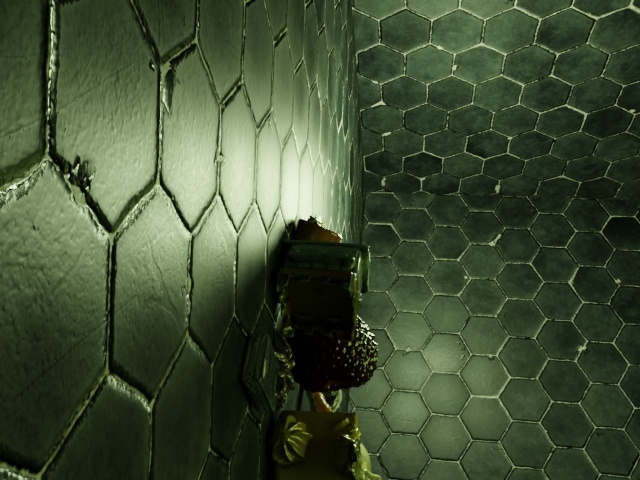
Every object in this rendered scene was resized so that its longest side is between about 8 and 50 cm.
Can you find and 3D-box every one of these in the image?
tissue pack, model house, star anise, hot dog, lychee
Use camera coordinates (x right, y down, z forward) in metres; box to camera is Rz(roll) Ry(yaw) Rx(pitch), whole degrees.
[{"bbox_3d":[-0.123,0.278,1.349,0.156,0.051,0.112,81,13,-52],"label":"tissue pack"},{"bbox_3d":[0.007,0.111,1.604,0.215,0.224,0.198,-77,166,-49],"label":"model house"},{"bbox_3d":[-0.095,0.312,1.516,0.195,0.065,0.182,-70,160,-52],"label":"star anise"},{"bbox_3d":[-0.003,0.507,2.026,0.108,0.059,0.191,57,8,-67],"label":"hot dog"},{"bbox_3d":[0.023,0.280,1.748,0.271,0.271,0.271,2,90,-82],"label":"lychee"}]

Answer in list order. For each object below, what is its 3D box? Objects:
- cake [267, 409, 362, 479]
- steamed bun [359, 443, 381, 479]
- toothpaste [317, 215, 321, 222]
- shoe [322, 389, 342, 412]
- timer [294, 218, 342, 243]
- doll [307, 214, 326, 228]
[{"bbox_3d":[-0.007,0.558,1.640,0.286,0.228,0.222,82,9,-62],"label":"cake"},{"bbox_3d":[0.064,0.812,2.164,0.289,0.276,0.203,-63,159,-1],"label":"steamed bun"},{"bbox_3d":[0.000,0.000,2.218,0.048,0.031,0.190,-67,155,-60],"label":"toothpaste"},{"bbox_3d":[0.032,0.505,2.313,0.125,0.099,0.227,94,-2,-59],"label":"shoe"},{"bbox_3d":[-0.028,0.032,1.795,0.132,0.132,0.152,29,84,-81],"label":"timer"},{"bbox_3d":[-0.011,0.066,1.953,0.117,0.086,0.291,-111,-164,-63],"label":"doll"}]
